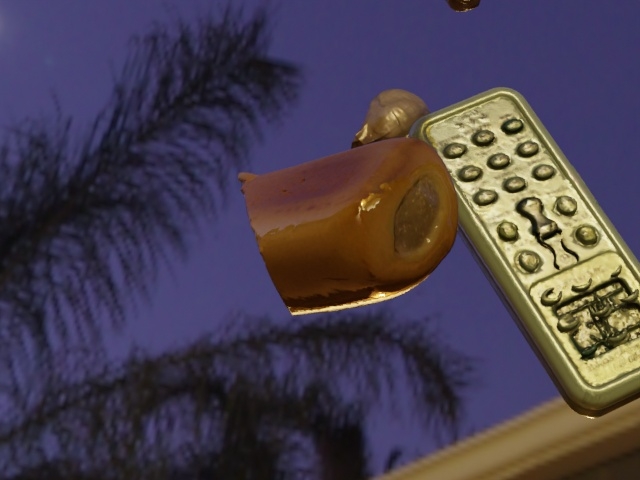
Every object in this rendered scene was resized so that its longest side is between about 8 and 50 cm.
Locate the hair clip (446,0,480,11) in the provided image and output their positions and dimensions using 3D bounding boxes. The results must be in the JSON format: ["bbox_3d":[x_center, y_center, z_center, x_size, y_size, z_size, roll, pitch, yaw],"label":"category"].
[{"bbox_3d":[0.120,-0.353,1.402,0.069,0.300,0.173,6,-5,-2],"label":"hair clip"}]

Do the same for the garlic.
[{"bbox_3d":[0.079,-0.123,1.722,0.084,0.152,0.066,-43,-97,29],"label":"garlic"}]

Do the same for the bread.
[{"bbox_3d":[-0.001,0.001,0.567,0.103,0.062,0.049,-13,-61,44],"label":"bread"}]

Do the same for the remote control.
[{"bbox_3d":[0.206,0.007,1.513,0.128,0.335,0.065,-22,-27,-17],"label":"remote control"}]
